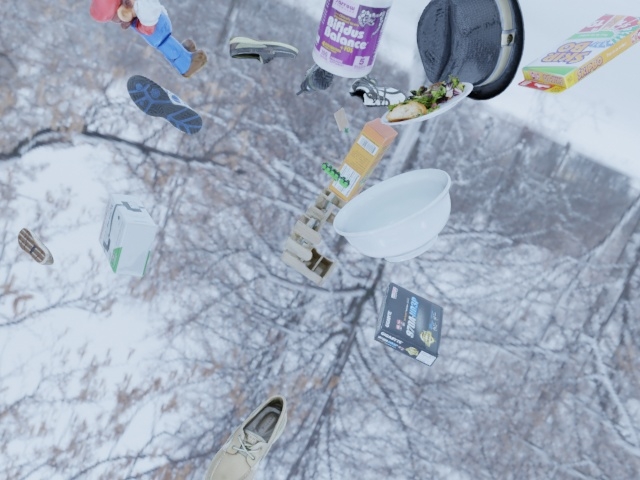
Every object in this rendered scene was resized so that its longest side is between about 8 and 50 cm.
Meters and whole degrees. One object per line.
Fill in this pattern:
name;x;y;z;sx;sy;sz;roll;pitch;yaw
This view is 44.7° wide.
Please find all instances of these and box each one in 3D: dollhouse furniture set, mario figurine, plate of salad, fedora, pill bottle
dollhouse furniture set;0.000;0.000;2.433;0.161;0.242;0.212;33;-138;3
mario figurine;-0.385;-0.528;1.805;0.198;0.170;0.320;-1;153;38
plate of salad;0.213;-0.289;1.594;0.200;0.200;0.048;-119;4;-71
fedora;0.322;-0.478;1.832;0.152;0.334;0.334;-23;-142;-29
pill bottle;0.092;-0.590;2.014;0.169;0.301;0.169;11;-144;-8

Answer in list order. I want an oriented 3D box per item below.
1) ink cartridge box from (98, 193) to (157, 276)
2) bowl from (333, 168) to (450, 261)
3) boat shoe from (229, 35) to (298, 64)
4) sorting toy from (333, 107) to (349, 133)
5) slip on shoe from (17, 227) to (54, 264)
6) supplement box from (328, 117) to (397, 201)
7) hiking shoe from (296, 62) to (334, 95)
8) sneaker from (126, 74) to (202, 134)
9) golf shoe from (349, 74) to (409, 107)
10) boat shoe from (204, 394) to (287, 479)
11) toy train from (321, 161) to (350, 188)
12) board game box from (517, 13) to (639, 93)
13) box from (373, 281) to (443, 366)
ink cartridge box;-0.522;-0.018;2.096;0.087;0.153;0.208;8;-160;-31
bowl;0.190;-0.041;1.855;0.134;0.298;0.298;64;178;-20
boat shoe;-0.126;-0.411;1.713;0.152;0.049;0.056;7;173;-2
sorting toy;0.066;-0.360;2.395;0.012;0.083;0.062;-5;-154;34
slip on shoe;-0.739;0.018;2.027;0.135;0.051;0.041;37;-179;29
supplement box;0.113;-0.217;2.125;0.080;0.233;0.078;42;-144;10
hiking shoe;0.007;-0.501;2.275;0.114;0.086;0.227;-13;-154;42
sneaker;-0.395;-0.338;1.959;0.211;0.080;0.081;37;-175;-17
golf shoe;0.176;-0.422;2.328;0.198;0.094;0.077;29;150;21
boat shoe;-0.173;0.485;1.836;0.109;0.098;0.302;30;-134;14
toy train;0.035;-0.154;1.842;0.083;0.024;0.017;39;-127;7
board game box;0.521;-0.372;1.543;0.124;0.259;0.039;35;158;57
box;0.247;0.229;2.153;0.175;0.051;0.220;27;-146;-4
